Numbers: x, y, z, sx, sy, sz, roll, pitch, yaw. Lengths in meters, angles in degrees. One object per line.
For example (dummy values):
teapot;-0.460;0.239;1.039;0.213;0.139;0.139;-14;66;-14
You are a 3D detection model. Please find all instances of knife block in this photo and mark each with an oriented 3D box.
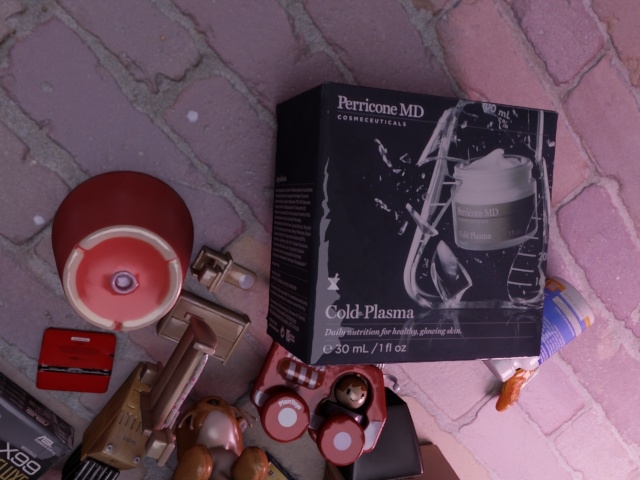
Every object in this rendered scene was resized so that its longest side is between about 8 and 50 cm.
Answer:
knife block;-0.458;0.424;1.354;0.088;0.242;0.276;37;50;-26

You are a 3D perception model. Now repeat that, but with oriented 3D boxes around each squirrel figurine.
squirrel figurine;-0.220;0.531;1.267;0.280;0.370;0.397;-8;129;-18

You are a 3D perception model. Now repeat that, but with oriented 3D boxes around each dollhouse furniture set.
dollhouse furniture set;-0.199;0.220;1.202;0.173;0.355;0.303;27;98;-24

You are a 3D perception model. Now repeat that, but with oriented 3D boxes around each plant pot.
plant pot;-0.362;0.029;1.146;0.274;0.243;0.275;-6;111;-15
plant pot;0.127;0.455;1.494;0.187;0.188;0.167;-2;96;-16

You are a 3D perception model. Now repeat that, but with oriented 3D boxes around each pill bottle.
pill bottle;0.523;0.225;1.542;0.272;0.152;0.152;-36;115;-3

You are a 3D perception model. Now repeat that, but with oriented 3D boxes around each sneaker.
sneaker;0.511;0.375;1.651;0.067;0.064;0.175;31;92;-4

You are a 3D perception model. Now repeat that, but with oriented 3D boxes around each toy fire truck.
toy fire truck;0.008;0.315;1.330;0.302;0.169;0.254;24;83;-7

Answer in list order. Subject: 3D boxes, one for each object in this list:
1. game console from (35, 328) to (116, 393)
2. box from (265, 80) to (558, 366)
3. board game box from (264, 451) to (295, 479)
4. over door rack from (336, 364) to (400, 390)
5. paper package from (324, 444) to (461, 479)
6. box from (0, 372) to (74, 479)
game console;-0.513;0.255;1.304;0.144;0.085;0.124;9;75;-21
box;0.164;-0.024;1.207;0.479;0.297;0.472;2;92;-20
board game box;-0.125;0.659;1.552;0.165;0.042;0.243;-36;115;-2
over door rack;0.058;0.243;1.427;0.324;0.108;0.240;4;107;-18
paper package;0.191;0.657;1.503;0.324;0.309;0.168;2;108;-17
box;-0.703;0.396;1.258;0.242;0.076;0.307;-39;115;-1
